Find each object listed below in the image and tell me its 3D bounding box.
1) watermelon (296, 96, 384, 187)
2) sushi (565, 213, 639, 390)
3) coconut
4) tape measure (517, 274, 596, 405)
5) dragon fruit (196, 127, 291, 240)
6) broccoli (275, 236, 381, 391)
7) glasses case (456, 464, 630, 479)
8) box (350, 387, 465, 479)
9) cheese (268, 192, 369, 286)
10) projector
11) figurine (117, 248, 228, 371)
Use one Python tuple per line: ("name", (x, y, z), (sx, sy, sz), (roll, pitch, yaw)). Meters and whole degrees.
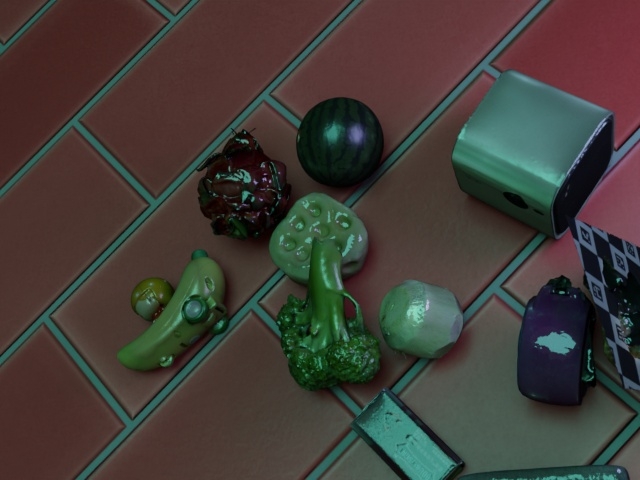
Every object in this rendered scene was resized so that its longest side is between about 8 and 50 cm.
("watermelon", (0.045, -0.230, 2.023), (0.212, 0.212, 0.212), (-6, 67, 16))
("sushi", (0.571, 0.142, 1.675), (0.068, 0.320, 0.340), (-30, 61, 36))
("coconut", (0.220, 0.173, 1.832), (0.171, 0.182, 0.171), (-44, 33, 39))
("tape measure", (0.471, 0.199, 1.699), (0.149, 0.231, 0.245), (7, 75, 21))
("dragon fruit", (-0.173, -0.139, 2.048), (0.233, 0.234, 0.293), (4, 74, 19))
("broccoli", (0.018, 0.179, 1.889), (0.254, 0.186, 0.302), (-31, 57, 48))
("glasses case", (0.423, 0.478, 1.653), (0.323, 0.131, 0.074), (-8, 64, 15))
("box", (0.179, 0.422, 1.793), (0.120, 0.069, 0.224), (-44, 64, -3))
("cheese", (0.000, 0.000, 1.994), (0.235, 0.117, 0.218), (-1, 67, 16))
("projector", (0.453, -0.183, 1.845), (0.249, 0.248, 0.248), (31, 80, 26))
("figurine", (-0.359, 0.167, 2.042), (0.324, 0.124, 0.222), (-43, 63, 2))
